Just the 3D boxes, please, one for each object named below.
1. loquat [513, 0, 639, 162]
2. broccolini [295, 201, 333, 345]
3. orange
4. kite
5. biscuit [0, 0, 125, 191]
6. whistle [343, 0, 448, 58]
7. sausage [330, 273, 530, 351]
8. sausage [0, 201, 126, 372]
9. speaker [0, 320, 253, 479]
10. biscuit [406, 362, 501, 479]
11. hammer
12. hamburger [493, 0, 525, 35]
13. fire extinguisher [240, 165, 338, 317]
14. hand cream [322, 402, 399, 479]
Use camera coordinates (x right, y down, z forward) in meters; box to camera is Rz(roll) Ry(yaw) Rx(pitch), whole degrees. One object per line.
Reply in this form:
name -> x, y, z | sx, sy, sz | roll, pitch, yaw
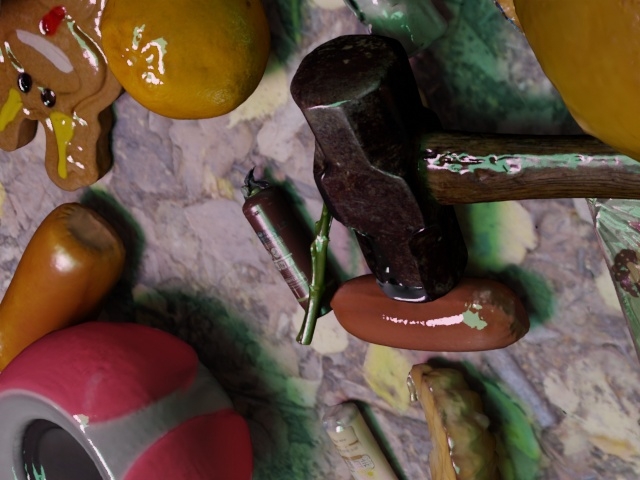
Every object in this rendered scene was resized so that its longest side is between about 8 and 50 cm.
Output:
loquat -> 0.269, -0.152, 0.825 | 0.284, 0.276, 0.276 | -16, 106, 43
broccolini -> -0.001, 0.000, 1.236 | 0.044, 0.042, 0.218 | 24, 113, 20
orange -> -0.123, -0.182, 1.182 | 0.159, 0.136, 0.159 | 17, 122, 30
kite -> 0.323, 0.039, 1.074 | 0.268, 0.013, 0.323 | 38, 132, 12
biscuit -> -0.273, -0.186, 1.353 | 0.186, 0.044, 0.295 | 29, 130, 16
whistle -> -0.017, -0.295, 1.052 | 0.142, 0.133, 0.346 | -25, 108, 33
sausage -> 0.098, 0.066, 1.211 | 0.194, 0.077, 0.077 | 0, 115, 35
sausage -> -0.298, 0.067, 1.480 | 0.105, 0.105, 0.274 | 43, 132, 7
speaker -> -0.220, 0.219, 1.400 | 0.294, 0.294, 0.294 | 18, 125, 27
biscuit -> 0.137, 0.209, 1.270 | 0.118, 0.061, 0.183 | -127, 25, -62
hammer -> 0.190, -0.058, 1.045 | 0.409, 0.095, 0.242 | 0, 136, 27
hamburger -> 0.153, -0.237, 0.983 | 0.102, 0.087, 0.176 | -29, 95, 44
fire extinguisher -> -0.034, 0.001, 1.289 | 0.158, 0.043, 0.064 | 59, 154, -7
hand cream -> 0.046, 0.232, 1.374 | 0.061, 0.039, 0.143 | -16, 111, 38
